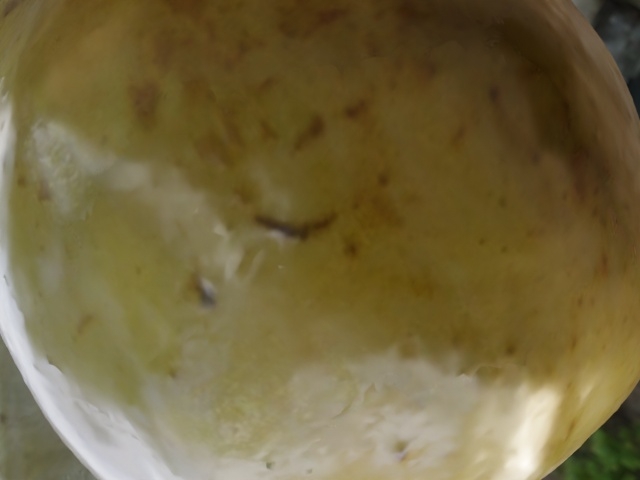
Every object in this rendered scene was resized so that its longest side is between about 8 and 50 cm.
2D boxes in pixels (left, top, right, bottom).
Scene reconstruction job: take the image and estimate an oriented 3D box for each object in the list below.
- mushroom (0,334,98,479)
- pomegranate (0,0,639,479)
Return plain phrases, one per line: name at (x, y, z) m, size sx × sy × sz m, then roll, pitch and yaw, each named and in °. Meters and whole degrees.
mushroom at (-0.089, 0.065, 0.658) m, size 0.195 × 0.253 × 0.189 m, roll 1°, pitch 159°, yaw -19°
pomegranate at (0.000, 0.000, 0.426) m, size 0.196 × 0.196 × 0.196 m, roll 32°, pitch -179°, yaw -1°
